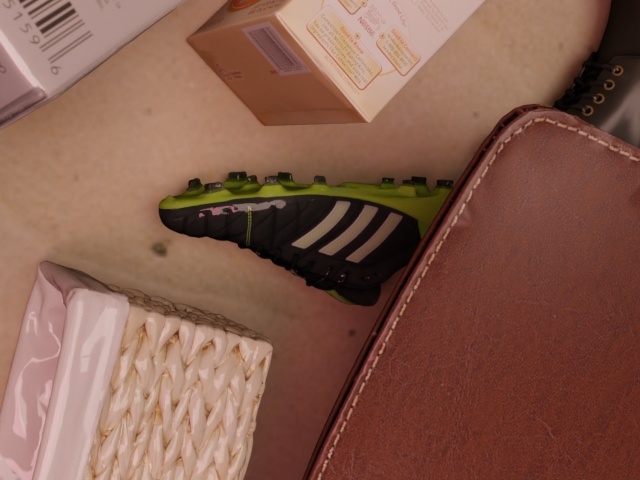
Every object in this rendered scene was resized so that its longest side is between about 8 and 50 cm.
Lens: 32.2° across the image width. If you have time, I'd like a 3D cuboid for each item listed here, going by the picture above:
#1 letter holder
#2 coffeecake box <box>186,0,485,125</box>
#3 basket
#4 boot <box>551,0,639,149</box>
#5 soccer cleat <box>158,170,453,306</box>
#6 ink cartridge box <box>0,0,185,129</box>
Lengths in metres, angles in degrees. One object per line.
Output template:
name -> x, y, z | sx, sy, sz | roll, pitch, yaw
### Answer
letter holder -> 0.090, 0.092, 0.572 | 0.214, 0.152, 0.301 | 23, 97, -17
coffeecake box -> 0.036, -0.145, 0.557 | 0.185, 0.142, 0.068 | -47, 109, -12
basket -> -0.100, 0.104, 0.543 | 0.103, 0.113, 0.167 | 13, 90, -24
boot -> 0.155, -0.086, 0.651 | 0.137, 0.077, 0.197 | -6, 96, -16
soccer cleat -> 0.000, 0.000, 0.602 | 0.179, 0.060, 0.072 | 1, 96, -24
ink cartridge box -> -0.149, -0.220, 0.502 | 0.275, 0.060, 0.239 | 57, 39, -16
